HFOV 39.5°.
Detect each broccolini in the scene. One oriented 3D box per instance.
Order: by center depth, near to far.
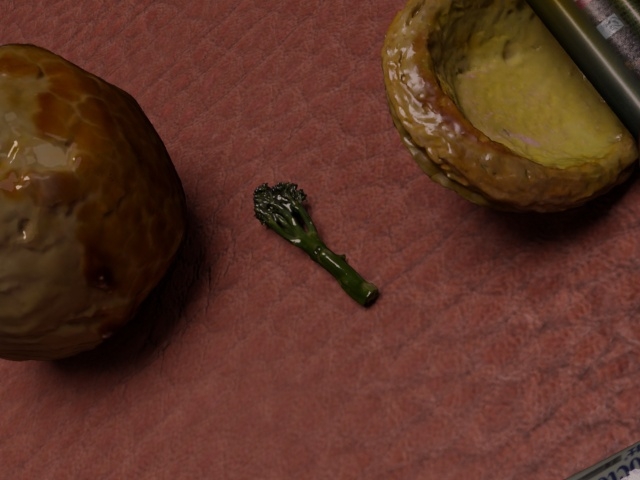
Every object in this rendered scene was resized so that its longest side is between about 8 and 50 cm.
[{"bbox_3d":[0.001,0.002,1.030,0.216,0.058,0.067,38,124,36],"label":"broccolini"}]

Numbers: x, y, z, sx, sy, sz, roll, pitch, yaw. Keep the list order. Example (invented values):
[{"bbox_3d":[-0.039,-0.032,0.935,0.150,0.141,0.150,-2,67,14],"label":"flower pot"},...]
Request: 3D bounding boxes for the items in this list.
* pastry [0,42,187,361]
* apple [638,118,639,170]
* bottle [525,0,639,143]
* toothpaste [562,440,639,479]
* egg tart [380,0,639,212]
[{"bbox_3d":[-0.327,-0.050,1.051,0.312,0.389,0.388,-24,46,-7],"label":"pastry"},{"bbox_3d":[0.428,-0.084,0.579,0.400,0.400,0.334,9,76,36],"label":"apple"},{"bbox_3d":[0.296,-0.166,0.843,0.082,0.082,0.286,-36,78,5],"label":"bottle"},{"bbox_3d":[0.238,0.208,0.734,0.255,0.037,0.067,-34,47,11],"label":"toothpaste"},{"bbox_3d":[0.185,-0.137,0.905,0.123,0.294,0.294,128,158,-57],"label":"egg tart"}]
